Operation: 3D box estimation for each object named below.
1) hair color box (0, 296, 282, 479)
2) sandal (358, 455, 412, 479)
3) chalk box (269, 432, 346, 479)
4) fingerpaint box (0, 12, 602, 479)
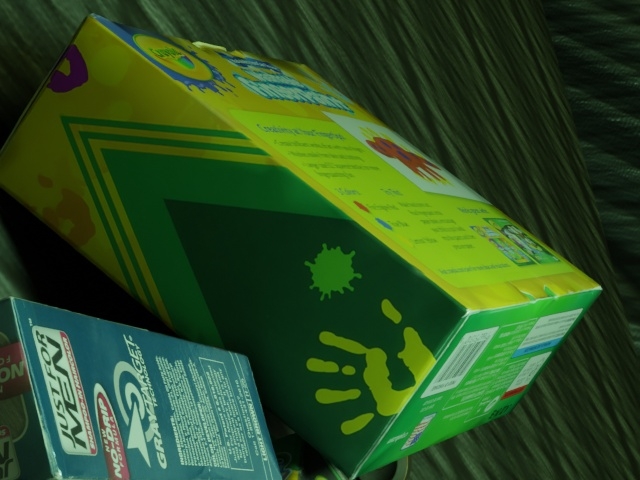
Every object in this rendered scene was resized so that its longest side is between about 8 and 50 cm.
[{"bbox_3d":[-0.167,0.125,1.044,0.347,0.174,0.105,26,46,-70],"label":"hair color box"},{"bbox_3d":[0.031,0.155,1.735,0.060,0.090,0.219,-11,88,-48],"label":"sandal"},{"bbox_3d":[-0.052,0.272,1.246,0.180,0.179,0.289,58,22,-28],"label":"chalk box"},{"bbox_3d":[0.000,0.000,1.419,0.371,0.163,0.445,38,13,16],"label":"fingerpaint box"}]
